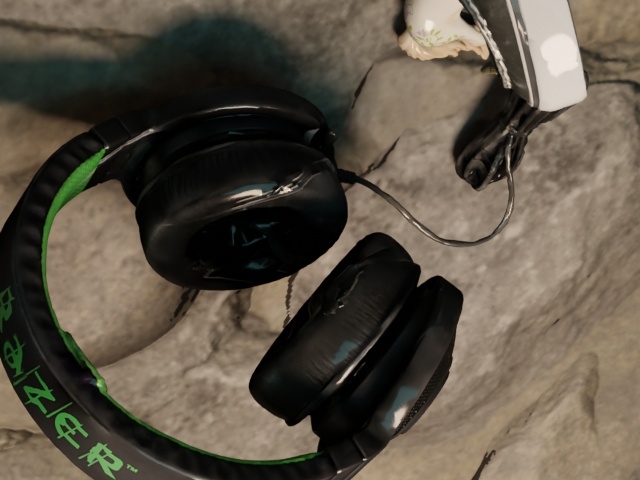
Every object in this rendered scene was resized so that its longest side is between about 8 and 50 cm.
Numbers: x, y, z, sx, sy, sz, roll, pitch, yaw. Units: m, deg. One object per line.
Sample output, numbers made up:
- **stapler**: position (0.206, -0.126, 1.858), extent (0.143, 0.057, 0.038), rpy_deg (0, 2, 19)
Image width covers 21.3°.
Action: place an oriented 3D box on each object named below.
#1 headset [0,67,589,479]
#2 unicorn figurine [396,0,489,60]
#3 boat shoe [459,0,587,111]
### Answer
- **headset**: position (0.000, 0.000, 0.990), extent (0.394, 0.243, 0.185), rpy_deg (-26, 165, -43)
- **unicorn figurine**: position (0.081, -0.165, 1.015), extent (0.111, 0.060, 0.162), rpy_deg (-2, 128, -13)
- **boat shoe**: position (0.045, -0.197, 0.907), extent (0.105, 0.113, 0.306), rpy_deg (-25, 109, 5)
